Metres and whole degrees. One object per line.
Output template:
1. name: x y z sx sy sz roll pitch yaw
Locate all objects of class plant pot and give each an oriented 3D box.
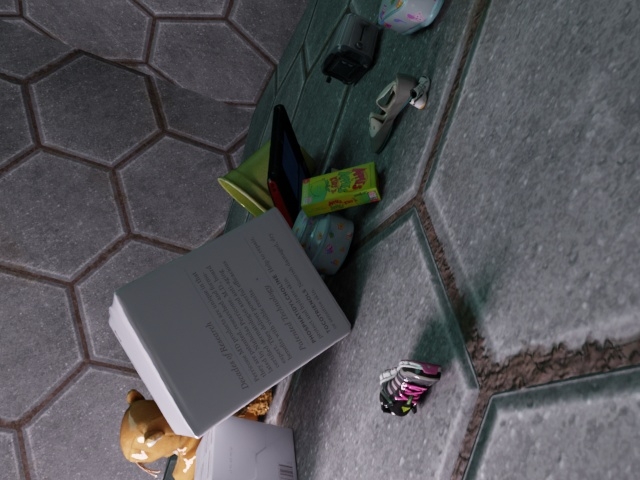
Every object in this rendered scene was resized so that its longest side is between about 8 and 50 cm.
1. plant pot: -0.159 -0.211 1.886 0.254 0.276 0.276 -50 15 -8

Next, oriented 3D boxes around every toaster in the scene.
1. toaster: 0.089 -0.581 1.708 0.227 0.129 0.146 155 134 -71

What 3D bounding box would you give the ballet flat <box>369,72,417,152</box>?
1. ballet flat: 0.152 -0.303 1.326 0.072 0.068 0.213 -91 25 -47

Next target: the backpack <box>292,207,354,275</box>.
1. backpack: 0.000 0.000 1.388 0.166 0.144 0.188 -67 23 -1

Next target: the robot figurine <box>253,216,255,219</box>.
1. robot figurine: -0.190 -0.060 2.062 0.158 0.128 0.219 -9 -63 -82

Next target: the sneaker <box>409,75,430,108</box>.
1. sneaker: 0.213 -0.327 1.212 0.032 0.037 0.083 136 149 -61

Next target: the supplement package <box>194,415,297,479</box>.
1. supplement package: -0.170 0.552 1.258 0.145 0.204 0.262 -62 20 24

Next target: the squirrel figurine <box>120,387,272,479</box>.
1. squirrel figurine: -0.338 0.471 1.531 0.397 0.370 0.281 -52 42 14

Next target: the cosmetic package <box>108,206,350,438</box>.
1. cosmetic package: -0.218 0.189 1.266 0.394 0.327 0.329 -30 -3 -27

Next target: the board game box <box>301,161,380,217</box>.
1. board game box: 0.047 -0.120 1.319 0.043 0.181 0.092 61 -158 -43

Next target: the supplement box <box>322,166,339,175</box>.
1. supplement box: 0.041 -0.139 1.487 0.083 0.083 0.056 130 152 -52

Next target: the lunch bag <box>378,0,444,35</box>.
1. lunch bag: 0.239 -0.640 1.322 0.224 0.108 0.279 -153 81 -76

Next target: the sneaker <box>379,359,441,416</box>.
1. sneaker: 0.135 0.232 0.862 0.170 0.063 0.075 128 154 -60

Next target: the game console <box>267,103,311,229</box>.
1. game console: -0.075 -0.155 1.601 0.386 0.060 0.342 -92 -10 -47
